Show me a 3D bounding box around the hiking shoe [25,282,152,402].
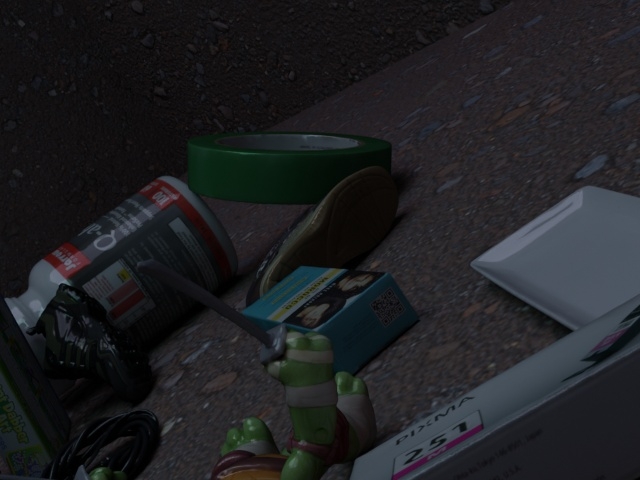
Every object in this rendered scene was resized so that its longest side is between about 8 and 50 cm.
[{"bbox_3d":[-0.323,0.164,1.334,0.114,0.086,0.227,-50,55,4],"label":"hiking shoe"}]

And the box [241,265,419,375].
[{"bbox_3d":[0.002,0.082,1.046,0.100,0.060,0.244,-38,14,-18],"label":"box"}]

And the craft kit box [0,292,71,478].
[{"bbox_3d":[-0.407,0.180,1.242,0.061,0.250,0.246,-27,11,-11],"label":"craft kit box"}]

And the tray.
[{"bbox_3d":[0.231,0.016,0.811,0.145,0.030,0.270,-35,13,-2],"label":"tray"}]

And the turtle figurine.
[{"bbox_3d":[-0.069,0.128,0.667,0.198,0.274,0.266,-64,-13,4],"label":"turtle figurine"}]

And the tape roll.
[{"bbox_3d":[-0.048,-0.120,1.508,0.321,0.077,0.321,1,12,0],"label":"tape roll"}]

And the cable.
[{"bbox_3d":[-0.257,0.252,1.074,0.184,0.047,0.150,-39,14,-26],"label":"cable"}]

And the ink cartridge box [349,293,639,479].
[{"bbox_3d":[0.148,0.086,0.560,0.275,0.060,0.239,-32,-1,6],"label":"ink cartridge box"}]

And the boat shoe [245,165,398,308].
[{"bbox_3d":[0.000,0.000,1.266,0.092,0.103,0.285,-10,32,48],"label":"boat shoe"}]

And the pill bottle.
[{"bbox_3d":[-0.328,0.075,1.526,0.363,0.210,0.210,-38,14,-21],"label":"pill bottle"}]
